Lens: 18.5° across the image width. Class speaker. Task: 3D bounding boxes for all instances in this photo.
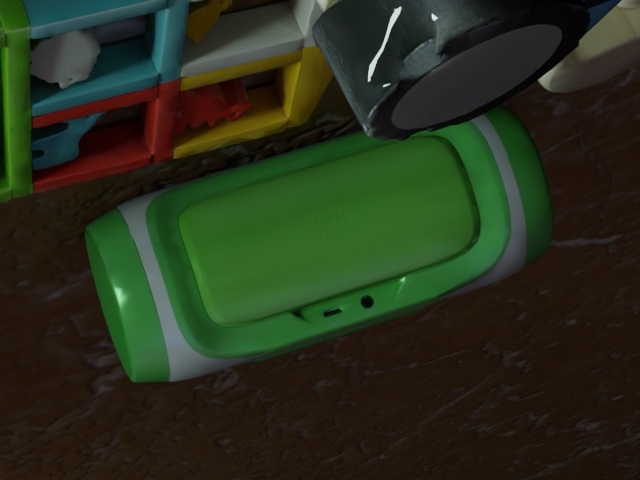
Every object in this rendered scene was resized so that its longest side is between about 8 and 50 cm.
[{"bbox_3d":[0.000,0.000,1.314,0.296,0.131,0.131,-17,157,-12],"label":"speaker"}]

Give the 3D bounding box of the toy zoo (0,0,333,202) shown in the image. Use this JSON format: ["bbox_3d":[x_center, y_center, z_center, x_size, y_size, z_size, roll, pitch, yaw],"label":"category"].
[{"bbox_3d":[-0.094,-0.100,1.126,0.293,0.030,0.192,-15,157,-15],"label":"toy zoo"}]

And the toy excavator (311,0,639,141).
[{"bbox_3d":[0.137,-0.188,0.945,0.445,0.222,0.433,-14,159,-40],"label":"toy excavator"}]
